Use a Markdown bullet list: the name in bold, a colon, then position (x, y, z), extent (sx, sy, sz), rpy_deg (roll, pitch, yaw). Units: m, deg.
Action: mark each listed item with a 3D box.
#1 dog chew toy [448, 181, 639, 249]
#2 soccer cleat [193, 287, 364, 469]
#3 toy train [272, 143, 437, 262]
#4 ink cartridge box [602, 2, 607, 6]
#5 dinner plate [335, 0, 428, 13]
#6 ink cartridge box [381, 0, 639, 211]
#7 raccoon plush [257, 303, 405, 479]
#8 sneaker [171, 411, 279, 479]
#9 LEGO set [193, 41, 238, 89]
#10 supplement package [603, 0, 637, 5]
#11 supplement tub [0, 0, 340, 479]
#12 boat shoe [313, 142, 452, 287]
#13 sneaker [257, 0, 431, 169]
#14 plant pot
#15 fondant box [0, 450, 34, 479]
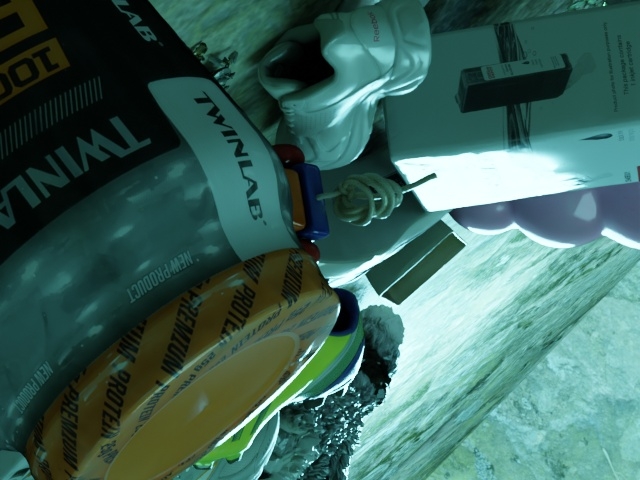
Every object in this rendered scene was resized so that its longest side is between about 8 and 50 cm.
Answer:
- **dog chew toy**: position (0.285, -0.081, 1.760), extent (0.332, 0.206, 0.206), rpy_deg (-6, 170, 13)
- **soccer cleat**: position (-0.062, 0.123, 1.517), extent (0.289, 0.093, 0.121), rpy_deg (-24, 130, -48)
- **toy train**: position (-0.049, -0.036, 1.262), extent (0.248, 0.105, 0.143), rpy_deg (-18, 161, 26)
- **ink cartridge box**: position (0.409, -0.263, 1.832), extent (0.189, 0.097, 0.255), rpy_deg (-36, 164, -14)
- **dinner plate**: position (0.063, -0.203, 1.343), extent (0.141, 0.017, 0.141), rpy_deg (-38, 166, -12)
- **ink cartridge box**: position (0.201, -0.117, 1.442), extent (0.273, 0.114, 0.197), rpy_deg (-7, 166, 12)
- **raccoon plush**: position (-0.035, 0.148, 1.920), extent (0.299, 0.216, 0.446), rpy_deg (97, 13, -48)
- **sneaker**: position (-0.137, 0.217, 1.544), extent (0.262, 0.099, 0.121), rpy_deg (-35, 161, -28)
- **LEGO set**: position (-0.084, -0.120, 1.208), extent (0.054, 0.023, 0.083), rpy_deg (-45, 164, 18)
- **supplement package**: position (0.338, -0.310, 1.437), extent (0.203, 0.149, 0.194), rpy_deg (-39, 165, -5)
- **supplement tub**: position (-0.146, -0.042, 0.737), extent (0.193, 0.316, 0.193), rpy_deg (-37, 164, -13)
- **boat shoe**: position (0.000, 0.000, 1.548), extent (0.158, 0.127, 0.340), rpy_deg (-43, 165, 33)
- **sneaker**: position (-0.006, -0.128, 1.298), extent (0.115, 0.090, 0.232), rpy_deg (-2, 155, -24)
- **plant pot**: position (0.086, -0.002, 1.794), extent (0.109, 0.096, 0.109), rpy_deg (-42, 165, 5)
- **fondant box**: position (-0.229, 0.147, 1.472), extent (0.330, 0.096, 0.238), rpy_deg (-46, 164, 16)
